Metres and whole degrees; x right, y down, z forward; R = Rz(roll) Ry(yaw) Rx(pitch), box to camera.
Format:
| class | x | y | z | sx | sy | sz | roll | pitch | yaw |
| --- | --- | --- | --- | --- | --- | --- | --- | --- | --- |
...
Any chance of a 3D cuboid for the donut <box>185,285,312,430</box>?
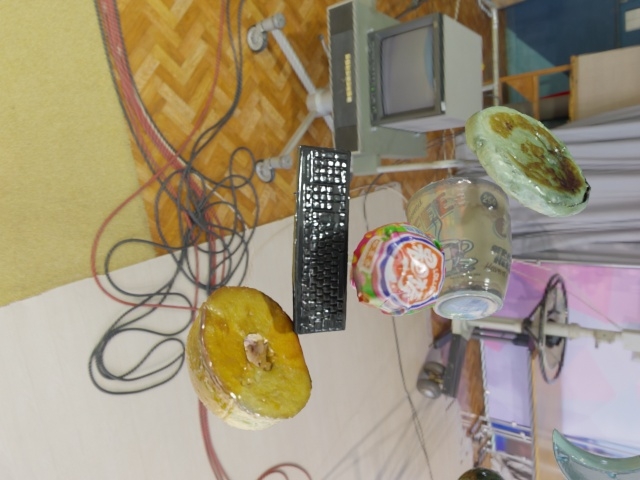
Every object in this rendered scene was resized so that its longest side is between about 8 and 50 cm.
| class | x | y | z | sx | sy | sz | roll | pitch | yaw |
| --- | --- | --- | --- | --- | --- | --- | --- | --- | --- |
| donut | -0.097 | 0.155 | 0.626 | 0.174 | 0.074 | 0.190 | 4 | 50 | -57 |

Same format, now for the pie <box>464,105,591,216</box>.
| class | x | y | z | sx | sy | sz | roll | pitch | yaw |
| --- | --- | --- | --- | --- | --- | --- | --- | --- | --- |
| pie | 0.350 | -0.135 | 0.808 | 0.240 | 0.054 | 0.240 | 15 | 50 | -18 |

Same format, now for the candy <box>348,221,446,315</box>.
| class | x | y | z | sx | sy | sz | roll | pitch | yaw |
| --- | --- | --- | --- | --- | --- | --- | --- | --- | --- |
| candy | 0.061 | 0.032 | 0.719 | 0.124 | 0.365 | 0.124 | -1 | 92 | -18 |

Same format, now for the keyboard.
| class | x | y | z | sx | sy | sz | roll | pitch | yaw |
| --- | --- | --- | --- | --- | --- | --- | --- | --- | --- |
| keyboard | 0.000 | 0.000 | 0.644 | 0.087 | 0.017 | 0.250 | 1 | 92 | -27 |

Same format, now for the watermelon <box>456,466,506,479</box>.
| class | x | y | z | sx | sy | sz | roll | pitch | yaw |
| --- | --- | --- | --- | --- | --- | --- | --- | --- | --- |
| watermelon | 0.300 | 0.456 | 0.854 | 0.105 | 0.133 | 0.105 | 54 | 9 | -12 |

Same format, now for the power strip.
| class | x | y | z | sx | sy | sz | roll | pitch | yaw |
| --- | --- | --- | --- | --- | --- | --- | --- | --- | --- |
| power strip | 0.511 | 0.380 | 0.802 | 0.044 | 0.216 | 0.137 | -17 | 92 | -54 |

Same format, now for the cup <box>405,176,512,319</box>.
| class | x | y | z | sx | sy | sz | roll | pitch | yaw |
| --- | --- | --- | --- | --- | --- | --- | --- | --- | --- |
| cup | 0.292 | 0.050 | 1.062 | 0.301 | 0.227 | 0.257 | 100 | -3 | -59 |
